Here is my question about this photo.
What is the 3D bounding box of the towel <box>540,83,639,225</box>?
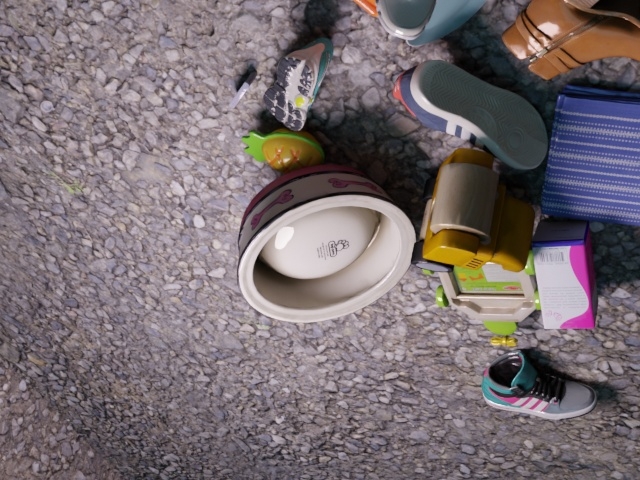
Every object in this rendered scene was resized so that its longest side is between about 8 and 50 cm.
[{"bbox_3d":[0.580,-0.164,1.803,0.243,0.040,0.336,8,139,11],"label":"towel"}]

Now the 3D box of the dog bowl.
[{"bbox_3d":[0.000,0.000,2.005,0.408,0.150,0.407,-11,137,-10],"label":"dog bowl"}]

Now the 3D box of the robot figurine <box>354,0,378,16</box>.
[{"bbox_3d":[0.120,-0.477,1.581,0.219,0.128,0.158,32,103,-13],"label":"robot figurine"}]

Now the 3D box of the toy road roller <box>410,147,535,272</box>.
[{"bbox_3d":[0.334,-0.039,1.843,0.241,0.202,0.329,12,168,-1],"label":"toy road roller"}]

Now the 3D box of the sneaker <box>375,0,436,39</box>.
[{"bbox_3d":[0.158,-0.475,1.453,0.110,0.291,0.118,11,180,-2],"label":"sneaker"}]

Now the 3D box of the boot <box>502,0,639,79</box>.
[{"bbox_3d":[0.482,-0.343,1.590,0.283,0.109,0.220,36,135,-14],"label":"boot"}]

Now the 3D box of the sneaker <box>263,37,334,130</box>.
[{"bbox_3d":[-0.036,-0.314,1.831,0.107,0.110,0.275,43,154,1],"label":"sneaker"}]

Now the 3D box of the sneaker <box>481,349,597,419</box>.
[{"bbox_3d":[0.552,0.363,2.300,0.296,0.123,0.178,1,144,22],"label":"sneaker"}]

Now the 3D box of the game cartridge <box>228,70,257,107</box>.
[{"bbox_3d":[-0.166,-0.320,1.911,0.017,0.056,0.083,38,136,-7],"label":"game cartridge"}]

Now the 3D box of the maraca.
[{"bbox_3d":[-0.082,-0.198,1.969,0.186,0.099,0.127,10,147,10],"label":"maraca"}]

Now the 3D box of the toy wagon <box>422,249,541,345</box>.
[{"bbox_3d":[0.400,0.117,2.123,0.267,0.068,0.344,0,134,30],"label":"toy wagon"}]

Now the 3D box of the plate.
[{"bbox_3d":[0.226,-0.413,1.592,0.024,0.188,0.188,57,136,11],"label":"plate"}]

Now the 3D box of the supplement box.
[{"bbox_3d":[0.539,0.075,1.964,0.111,0.114,0.219,-3,115,24],"label":"supplement box"}]

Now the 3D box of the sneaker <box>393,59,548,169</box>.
[{"bbox_3d":[0.295,-0.249,1.774,0.350,0.131,0.148,29,170,-26],"label":"sneaker"}]
